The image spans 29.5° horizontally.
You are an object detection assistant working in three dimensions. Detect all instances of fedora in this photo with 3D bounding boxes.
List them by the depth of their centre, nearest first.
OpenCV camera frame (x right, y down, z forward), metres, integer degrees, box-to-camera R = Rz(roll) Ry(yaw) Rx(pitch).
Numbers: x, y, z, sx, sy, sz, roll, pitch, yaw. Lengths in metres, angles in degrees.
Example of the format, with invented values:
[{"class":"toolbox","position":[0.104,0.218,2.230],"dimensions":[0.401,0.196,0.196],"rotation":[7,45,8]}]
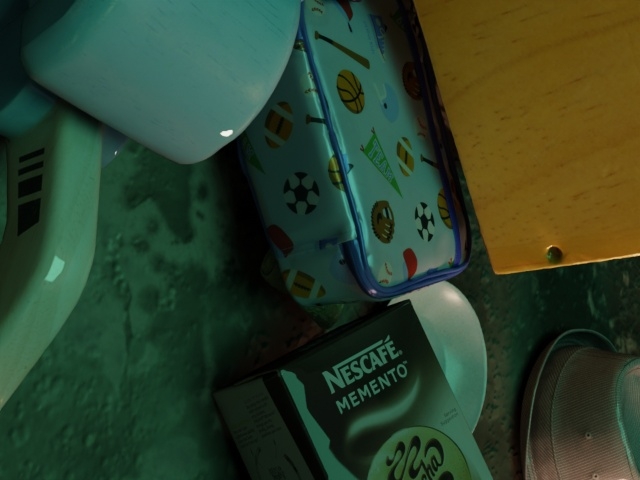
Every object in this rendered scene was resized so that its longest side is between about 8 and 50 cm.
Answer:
[{"class":"fedora","position":[0.348,0.241,1.446],"dimensions":[0.243,0.124,0.276],"rotation":[-10,95,-46]}]

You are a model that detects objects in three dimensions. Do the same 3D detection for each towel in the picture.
[{"class":"towel","position":[0.000,0.000,1.157],"dimensions":[0.110,0.027,0.148],"rotation":[43,53,-35]}]

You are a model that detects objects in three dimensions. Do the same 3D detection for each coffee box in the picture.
[{"class":"coffee box","position":[0.053,0.225,1.077],"dimensions":[0.168,0.119,0.297],"rotation":[-25,90,-37]}]

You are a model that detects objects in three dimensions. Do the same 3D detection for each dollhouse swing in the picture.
[{"class":"dollhouse swing","position":[0.234,-0.196,1.150],"dimensions":[0.305,0.315,0.347],"rotation":[-50,126,-56]}]

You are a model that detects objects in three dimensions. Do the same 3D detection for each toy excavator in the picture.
[{"class":"toy excavator","position":[-0.165,-0.094,0.826],"dimensions":[0.222,0.433,0.445],"rotation":[33,37,-41]}]

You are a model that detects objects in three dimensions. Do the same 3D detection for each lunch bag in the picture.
[{"class":"lunch bag","position":[0.035,-0.097,1.112],"dimensions":[0.243,0.115,0.304],"rotation":[-12,90,-54]}]

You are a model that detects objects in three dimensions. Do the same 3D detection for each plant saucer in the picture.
[{"class":"plant saucer","position":[0.101,0.135,1.254],"dimensions":[0.195,0.037,0.195],"rotation":[1,88,-46]}]
